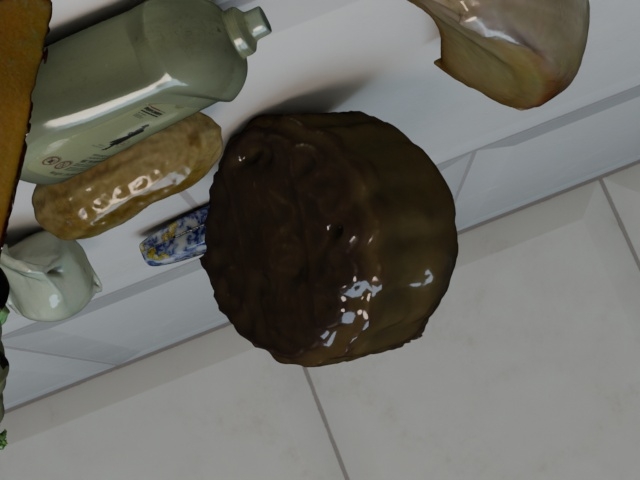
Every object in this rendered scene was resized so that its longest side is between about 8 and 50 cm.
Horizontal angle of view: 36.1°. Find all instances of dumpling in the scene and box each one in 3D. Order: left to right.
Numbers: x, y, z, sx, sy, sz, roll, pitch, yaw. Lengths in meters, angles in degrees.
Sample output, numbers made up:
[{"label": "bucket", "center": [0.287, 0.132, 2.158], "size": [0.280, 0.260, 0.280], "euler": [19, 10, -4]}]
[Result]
[{"label": "dumpling", "center": [-0.381, 0.041, 1.304], "size": [0.151, 0.124, 0.229], "euler": [14, 166, 7]}]

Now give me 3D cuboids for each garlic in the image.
[{"label": "garlic", "center": [0.171, -0.218, 0.995], "size": [0.196, 0.151, 0.338], "euler": [-12, 173, 22]}]

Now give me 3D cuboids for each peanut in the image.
[{"label": "peanut", "center": [-0.209, -0.075, 1.066], "size": [0.225, 0.095, 0.108], "euler": [-27, -175, 7]}]

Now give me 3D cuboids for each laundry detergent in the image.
[{"label": "laundry detergent", "center": [-0.158, -0.135, 0.850], "size": [0.253, 0.091, 0.181], "euler": [-24, 171, 11]}]

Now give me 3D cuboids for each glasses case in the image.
[{"label": "glasses case", "center": [-0.159, -0.023, 1.512], "size": [0.247, 0.065, 0.087], "euler": [-24, 172, 7]}]

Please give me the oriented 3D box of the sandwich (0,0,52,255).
[{"label": "sandwich", "center": [-0.301, -0.084, 0.675], "size": [0.186, 0.220, 0.108], "euler": [16, 168, -30]}]

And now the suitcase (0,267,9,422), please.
[{"label": "suitcase", "center": [-0.416, 0.086, 0.791], "size": [0.339, 0.351, 0.194], "euler": [-12, 122, -50]}]

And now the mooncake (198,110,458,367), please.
[{"label": "mooncake", "center": [0.001, -0.002, 1.219], "size": [0.187, 0.324, 0.324], "euler": [-9, 164, -45]}]

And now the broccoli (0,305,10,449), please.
[{"label": "broccoli", "center": [-0.482, 0.167, 1.174], "size": [0.270, 0.270, 0.270], "euler": [-51, 178, -16]}]
